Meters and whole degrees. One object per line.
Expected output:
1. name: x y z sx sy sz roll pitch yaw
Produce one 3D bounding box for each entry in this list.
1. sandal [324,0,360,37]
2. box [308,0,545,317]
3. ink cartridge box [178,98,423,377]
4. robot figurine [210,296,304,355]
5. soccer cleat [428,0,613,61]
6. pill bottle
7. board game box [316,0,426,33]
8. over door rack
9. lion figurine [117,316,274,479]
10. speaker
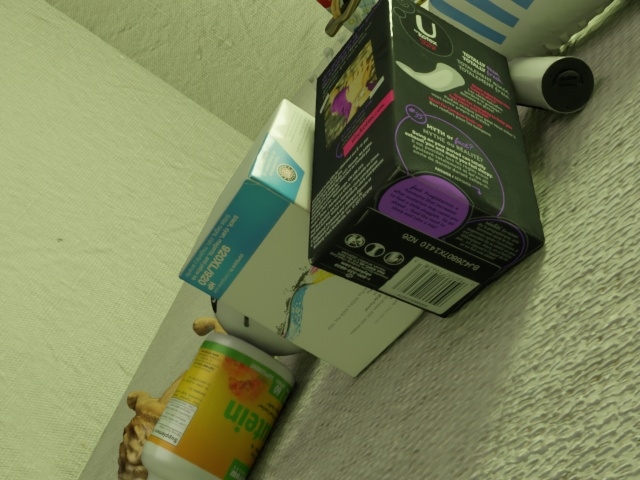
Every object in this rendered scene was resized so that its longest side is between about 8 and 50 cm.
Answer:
1. sandal: 0.042 -0.433 1.377 0.072 0.049 0.180 -61 13 -24
2. box: 0.094 -0.088 0.742 0.143 0.165 0.271 -46 29 41
3. ink cartridge box: 0.000 0.000 0.843 0.168 0.232 0.171 -51 14 35
4. robot figurine: -0.042 0.026 1.068 0.173 0.209 0.278 -16 40 52
5. soccer cleat: 0.260 -0.262 0.839 0.116 0.143 0.331 -28 18 -31
6. pill bottle: -0.145 0.256 0.983 0.246 0.136 0.136 -62 13 -20
7. board game box: 0.143 -0.545 1.479 0.301 0.086 0.308 -35 -15 17
8. over door rack: 0.124 -0.424 1.490 0.324 0.108 0.239 -37 -5 -47
9. lion figurine: -0.179 0.233 1.180 0.392 0.142 0.240 -54 19 -8
10. speaker: 0.229 -0.164 0.785 0.055 0.055 0.136 -55 13 7
